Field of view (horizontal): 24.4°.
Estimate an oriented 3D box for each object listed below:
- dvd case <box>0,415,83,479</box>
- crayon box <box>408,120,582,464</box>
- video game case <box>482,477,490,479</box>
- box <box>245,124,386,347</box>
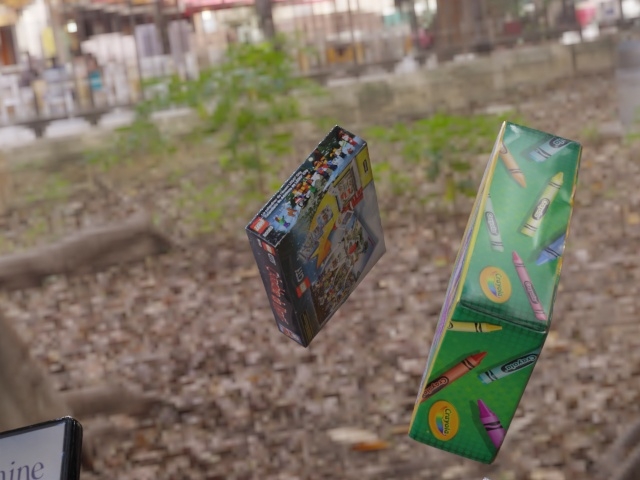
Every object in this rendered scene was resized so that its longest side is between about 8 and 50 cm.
[{"bbox_3d":[-0.266,0.259,1.093,0.180,0.022,0.253,-15,50,16],"label":"dvd case"},{"bbox_3d":[0.159,0.040,1.319,0.081,0.165,0.278,18,40,3],"label":"crayon box"},{"bbox_3d":[0.141,0.304,1.471,0.011,0.122,0.087,25,45,30],"label":"video game case"},{"bbox_3d":[0.000,0.000,1.653,0.044,0.233,0.159,32,68,24],"label":"box"}]
